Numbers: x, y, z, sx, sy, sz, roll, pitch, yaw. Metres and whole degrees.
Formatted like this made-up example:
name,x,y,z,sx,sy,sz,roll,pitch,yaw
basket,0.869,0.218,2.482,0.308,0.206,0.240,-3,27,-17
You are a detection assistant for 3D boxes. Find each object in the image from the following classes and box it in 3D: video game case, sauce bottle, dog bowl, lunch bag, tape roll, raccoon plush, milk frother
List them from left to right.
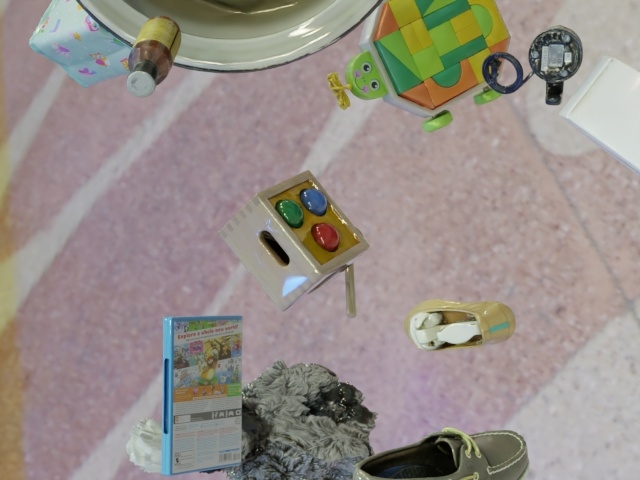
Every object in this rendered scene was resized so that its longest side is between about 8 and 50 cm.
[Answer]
name,x,y,z,sx,sy,sz,roll,pitch,yaw
lunch bag,-0.322,-0.401,2.183,0.223,0.160,0.262,-3,57,50
sauce bottle,-0.156,-0.168,1.236,0.042,0.042,0.128,-49,15,24
video game case,-0.127,0.164,1.451,0.015,0.119,0.166,-1,88,36
dog bowl,-0.097,-0.392,1.434,0.408,0.408,0.150,-54,15,16
raccoon plush,-0.117,0.352,2.071,0.216,0.447,0.299,-109,33,-45
milk frother,0.340,-0.288,2.143,0.135,0.143,0.129,-43,-27,-75
tape roll,0.450,-0.119,1.739,0.100,0.286,0.286,-53,32,10

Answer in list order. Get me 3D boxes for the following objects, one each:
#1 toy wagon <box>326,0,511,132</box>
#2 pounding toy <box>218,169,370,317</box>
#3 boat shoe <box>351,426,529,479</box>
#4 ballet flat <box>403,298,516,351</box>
name,x,y,z,sx,sy,sz,roll,pitch,yaw
toy wagon,0.171,-0.324,2.321,0.344,0.267,0.068,-30,11,-23
pounding toy,0.009,0.006,1.678,0.094,0.181,0.206,-43,-8,34
boat shoe,0.165,0.306,1.791,0.109,0.305,0.091,34,129,46
ballet flat,0.180,0.124,1.941,0.232,0.073,0.080,-15,95,53
